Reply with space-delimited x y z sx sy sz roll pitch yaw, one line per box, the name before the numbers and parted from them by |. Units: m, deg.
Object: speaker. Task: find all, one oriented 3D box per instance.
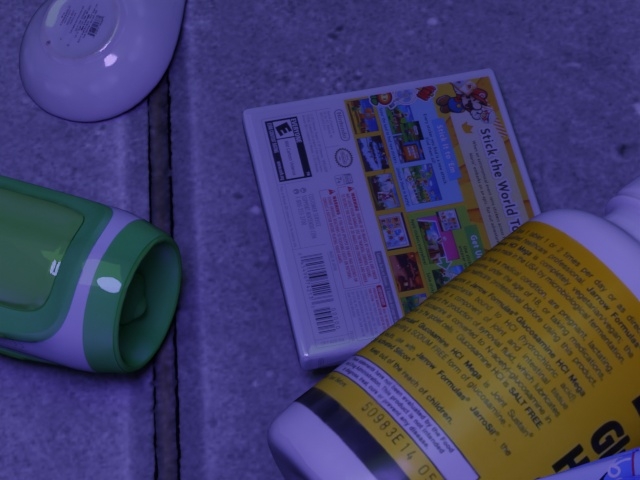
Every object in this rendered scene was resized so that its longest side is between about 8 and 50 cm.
speaker | -0.261 0.011 1.347 0.297 0.131 0.131 16 64 18

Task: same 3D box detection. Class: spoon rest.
spoon rest | -0.158 -0.223 1.503 0.137 0.084 0.276 24 80 23

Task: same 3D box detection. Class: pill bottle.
pill bottle | 0.146 0.100 1.185 0.334 0.188 0.188 -37 61 -11

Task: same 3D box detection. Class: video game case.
video game case | 0.062 -0.021 1.344 0.206 0.026 0.227 -10 60 -7

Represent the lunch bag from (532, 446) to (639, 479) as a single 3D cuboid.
lunch bag | 0.248 0.184 1.020 0.303 0.243 0.115 -25 54 29
